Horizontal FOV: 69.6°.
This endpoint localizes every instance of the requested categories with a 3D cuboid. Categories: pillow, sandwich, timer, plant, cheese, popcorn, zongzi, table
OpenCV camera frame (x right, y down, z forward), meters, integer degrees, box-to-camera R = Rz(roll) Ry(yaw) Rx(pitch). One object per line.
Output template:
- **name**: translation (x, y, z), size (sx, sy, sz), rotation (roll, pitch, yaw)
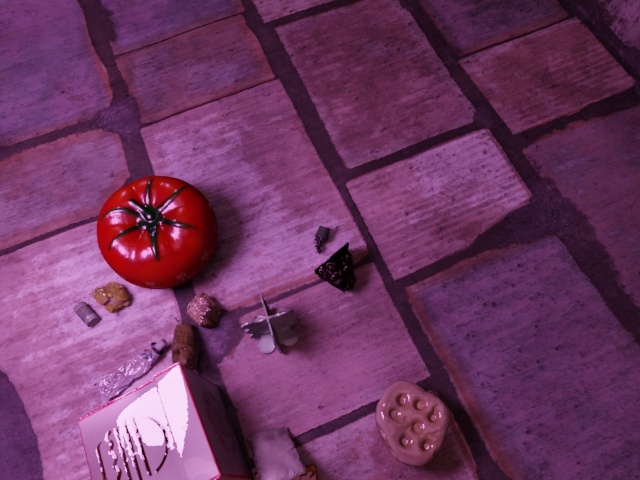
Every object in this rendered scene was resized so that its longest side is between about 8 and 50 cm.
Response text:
- **pillow**: translation (-0.129, 0.602, 1.293), size (0.128, 0.229, 0.050), rotation (-12, 104, -16)
- **sandwich**: translation (-0.085, 0.713, 1.290), size (0.187, 0.117, 0.144), rotation (-7, 64, -2)
- **timer**: translation (-0.533, -0.025, 1.535), size (0.378, 0.279, 0.378), rotation (0, 65, 0)
- **plant**: translation (0.000, 0.000, 1.630), size (0.051, 0.051, 0.102), rotation (17, 82, 9)
- **cheese**: translation (0.271, 0.533, 1.355), size (0.218, 0.117, 0.235), rotation (-5, 66, -1)
- **popcorn**: translation (-0.703, 0.189, 1.556), size (0.109, 0.089, 0.097), rotation (0, 31, -8)
- **zongzi**: translation (-0.424, 0.310, 1.442), size (0.081, 0.178, 0.189), rotation (-1, 65, -18)
- **table**: translation (-0.154, 0.263, 1.439), size (0.167, 0.198, 0.166), rotation (-1, 67, 2)

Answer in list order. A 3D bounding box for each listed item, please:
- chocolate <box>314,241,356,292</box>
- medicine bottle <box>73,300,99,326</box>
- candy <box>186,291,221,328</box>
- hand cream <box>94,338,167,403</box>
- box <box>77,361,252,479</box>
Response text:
- **chocolate**: translation (0.070, 0.107, 1.550), size (0.156, 0.156, 0.133), rotation (-39, 90, -14)
- **medicine bottle**: translation (-0.788, 0.248, 1.551), size (0.083, 0.047, 0.047), rotation (40, 74, 17)
- **candy**: translation (-0.386, 0.232, 1.526), size (0.110, 0.085, 0.095), rotation (31, 77, 25)
- **hand cream**: translation (-0.598, 0.406, 1.477), size (0.257, 0.050, 0.084), rotation (-42, 70, -8)
- **box**: translation (-0.408, 0.567, 1.249), size (0.300, 0.312, 0.314), rotation (-28, 62, -7)
